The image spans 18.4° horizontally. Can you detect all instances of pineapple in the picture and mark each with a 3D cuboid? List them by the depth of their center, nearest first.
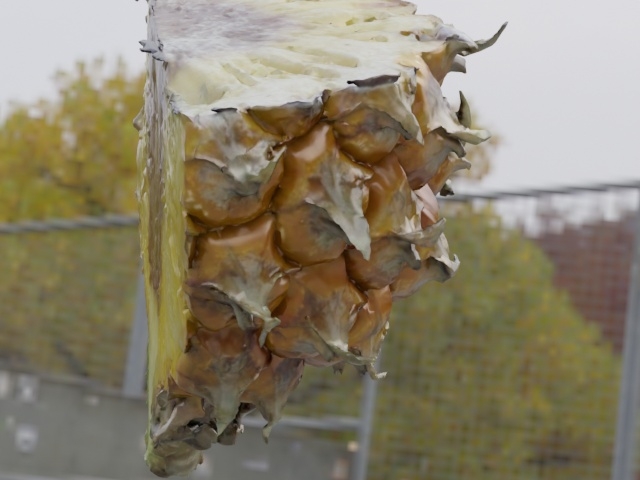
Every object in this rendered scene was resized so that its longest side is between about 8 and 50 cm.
[{"bbox_3d":[0.000,0.003,1.145,0.209,0.286,0.344,-2,22,-8],"label":"pineapple"}]
